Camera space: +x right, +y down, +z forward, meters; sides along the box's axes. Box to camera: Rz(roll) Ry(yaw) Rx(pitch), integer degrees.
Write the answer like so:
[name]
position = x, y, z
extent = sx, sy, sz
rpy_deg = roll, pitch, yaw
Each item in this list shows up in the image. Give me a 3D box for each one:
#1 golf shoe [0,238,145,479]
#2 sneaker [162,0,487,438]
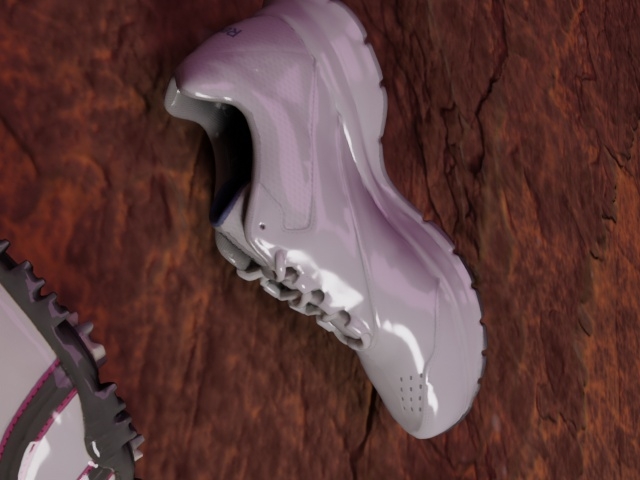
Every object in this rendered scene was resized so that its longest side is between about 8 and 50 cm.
[golf shoe]
position = -0.128, 0.109, 0.351
extent = 0.120, 0.105, 0.273
rpy_deg = -29, 113, -33
[sneaker]
position = 0.000, 0.000, 0.574
extent = 0.129, 0.111, 0.297
rpy_deg = -33, 101, -33
